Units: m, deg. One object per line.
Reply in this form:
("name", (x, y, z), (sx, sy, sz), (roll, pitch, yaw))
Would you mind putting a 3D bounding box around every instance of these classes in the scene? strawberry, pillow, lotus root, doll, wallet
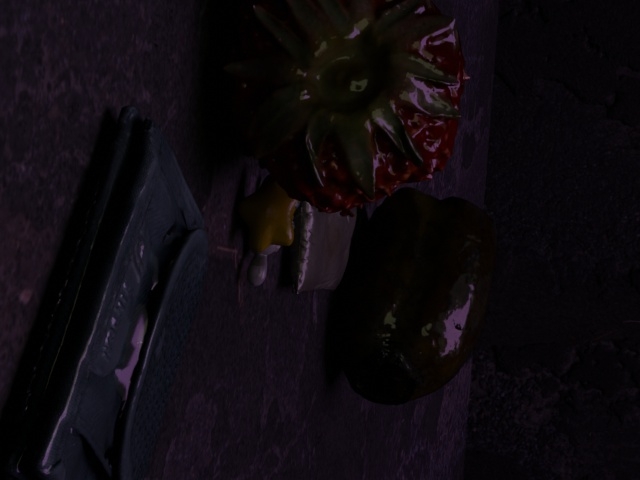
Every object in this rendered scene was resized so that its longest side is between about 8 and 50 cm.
("strawberry", (0.022, -0.159, 1.439), (0.343, 0.292, 0.292), (97, 0, -85))
("pillow", (0.000, 0.000, 1.791), (0.230, 0.050, 0.148), (4, 88, -73))
("lotus root", (0.148, 0.100, 2.068), (0.250, 0.251, 0.346), (79, 27, -49))
("doll", (-0.067, -0.013, 1.517), (0.113, 0.072, 0.135), (-146, -113, -85))
("wallet", (-0.167, 0.086, 1.125), (0.237, 0.075, 0.342), (77, 22, -59))
